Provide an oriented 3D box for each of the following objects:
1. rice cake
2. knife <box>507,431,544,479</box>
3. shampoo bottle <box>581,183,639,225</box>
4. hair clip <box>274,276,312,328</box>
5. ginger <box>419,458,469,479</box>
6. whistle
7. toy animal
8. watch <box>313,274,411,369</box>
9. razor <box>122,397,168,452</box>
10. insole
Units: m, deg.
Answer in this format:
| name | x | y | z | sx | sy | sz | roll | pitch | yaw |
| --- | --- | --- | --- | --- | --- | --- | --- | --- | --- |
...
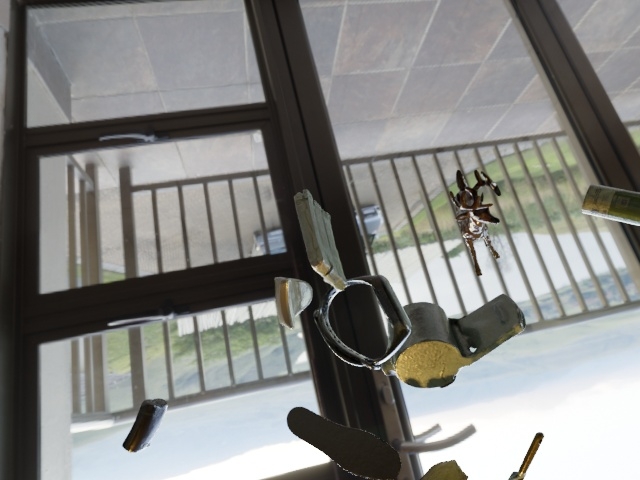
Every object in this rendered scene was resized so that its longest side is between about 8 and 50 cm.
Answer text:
| name | x | y | z | sx | sy | sz | roll | pitch | yaw |
| --- | --- | --- | --- | --- | --- | --- | --- | --- | --- |
| rice cake | 0.000 | 0.000 | 0.933 | 0.038 | 0.211 | 0.124 | -28 | 134 | 17 |
| knife | 0.535 | 0.653 | 1.208 | 0.061 | 0.027 | 0.342 | -3 | 118 | -24 |
| shampoo bottle | 0.602 | -0.054 | 0.808 | 0.205 | 0.065 | 0.065 | 21 | -177 | 36 |
| hair clip | -0.114 | 0.206 | 1.589 | 0.113 | 0.172 | 0.282 | -6 | -177 | 15 |
| ginger | 0.431 | 0.871 | 1.566 | 0.193 | 0.115 | 0.122 | -34 | 135 | -2 |
| whistle | 0.364 | 0.284 | 1.243 | 0.405 | 0.168 | 0.188 | -11 | 120 | 7 |
| toy animal | 0.318 | -0.053 | 0.933 | 0.087 | 0.243 | 0.259 | -24 | 120 | 8 |
| watch | 0.092 | 0.183 | 0.974 | 0.193 | 0.206 | 0.068 | -33 | 154 | 16 |
| razor | -0.495 | 0.523 | 1.241 | 0.054 | 0.148 | 0.090 | 23 | 174 | 26 |
| insole | 0.052 | 0.530 | 1.149 | 0.328 | 0.111 | 0.007 | 18 | 173 | 22 |
